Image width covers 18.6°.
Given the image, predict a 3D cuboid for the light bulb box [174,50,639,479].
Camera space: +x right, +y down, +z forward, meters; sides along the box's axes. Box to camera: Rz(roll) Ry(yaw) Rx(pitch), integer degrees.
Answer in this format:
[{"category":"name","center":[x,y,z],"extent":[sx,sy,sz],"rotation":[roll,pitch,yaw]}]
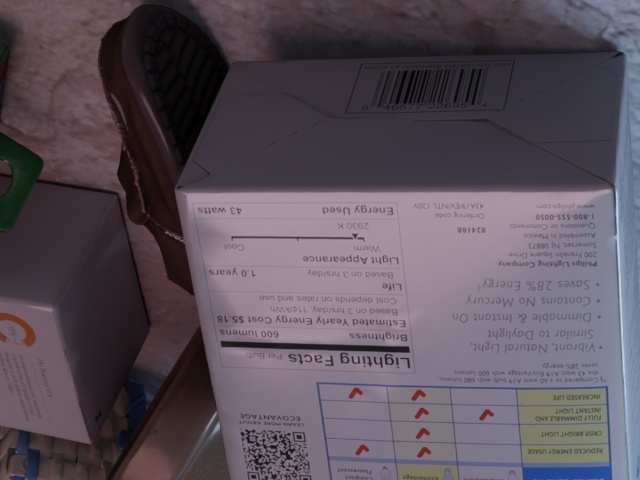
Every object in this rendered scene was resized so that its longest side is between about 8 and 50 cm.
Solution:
[{"category":"light bulb box","center":[0.093,0.050,1.677],"extent":[0.358,0.225,0.361],"rotation":[0,123,13]}]

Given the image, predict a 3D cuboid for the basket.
[{"category":"basket","center":[-0.241,0.278,2.203],"extent":[0.289,0.201,0.255],"rotation":[9,145,-22]}]

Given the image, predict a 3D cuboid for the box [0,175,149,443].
[{"category":"box","center":[-0.380,0.055,2.037],"extent":[0.345,0.168,0.215],"rotation":[10,138,16]}]

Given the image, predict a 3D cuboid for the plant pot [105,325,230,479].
[{"category":"plant pot","center":[-0.073,0.223,1.987],"extent":[0.229,0.263,0.263],"rotation":[33,139,-3]}]

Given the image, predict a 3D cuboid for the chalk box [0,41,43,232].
[{"category":"chalk box","center":[-0.407,-0.108,1.846],"extent":[0.289,0.180,0.179],"rotation":[23,150,-1]}]

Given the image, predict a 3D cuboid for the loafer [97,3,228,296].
[{"category":"loafer","center":[-0.142,-0.061,1.822],"extent":[0.130,0.134,0.366],"rotation":[3,136,23]}]
